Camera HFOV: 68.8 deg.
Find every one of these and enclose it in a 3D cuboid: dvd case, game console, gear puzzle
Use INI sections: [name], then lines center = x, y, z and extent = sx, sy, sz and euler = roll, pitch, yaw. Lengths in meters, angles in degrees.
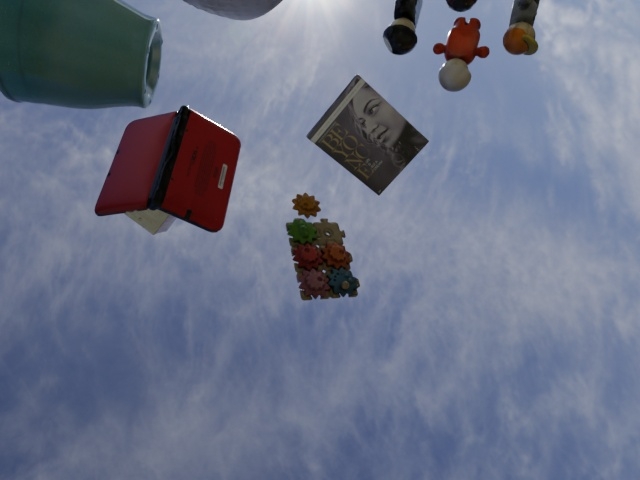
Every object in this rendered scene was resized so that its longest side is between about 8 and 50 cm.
[dvd case]
center = 0.104, -0.220, 1.010
extent = 0.221, 0.164, 0.018
euler = 35, -162, -24
[game console]
center = -0.176, -0.079, 0.559
extent = 0.124, 0.085, 0.144
euler = 26, -125, -32
[gear puzzle]
center = 0.000, 0.000, 1.260
extent = 0.175, 0.044, 0.339
euler = -1, -124, -22

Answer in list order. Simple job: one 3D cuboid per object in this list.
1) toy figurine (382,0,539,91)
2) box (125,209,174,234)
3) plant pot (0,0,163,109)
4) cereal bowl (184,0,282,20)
[toy figurine]
center = 0.234, -0.365, 0.769
extent = 0.212, 0.209, 0.148
euler = 25, -106, -29
[box]
center = -0.363, -0.110, 1.104
extent = 0.091, 0.130, 0.171
euler = 38, -88, -6
[plant pot]
center = -0.463, -0.386, 0.937
extent = 0.254, 0.272, 0.272
euler = 10, -114, -11
[cereal bowl]
center = -0.116, -0.409, 0.455
extent = 0.141, 0.338, 0.340
euler = -6, -105, -39
